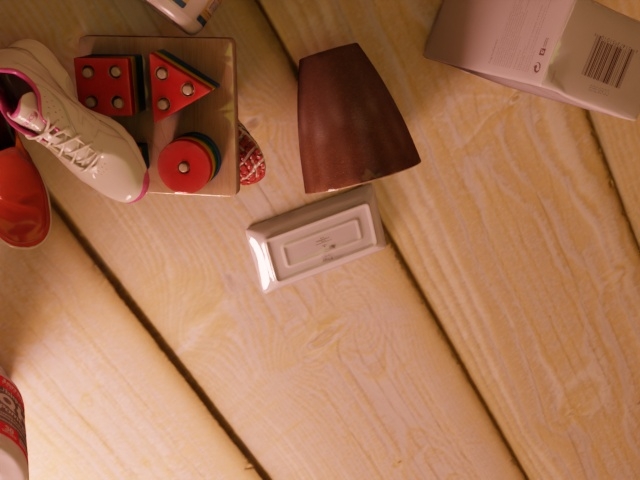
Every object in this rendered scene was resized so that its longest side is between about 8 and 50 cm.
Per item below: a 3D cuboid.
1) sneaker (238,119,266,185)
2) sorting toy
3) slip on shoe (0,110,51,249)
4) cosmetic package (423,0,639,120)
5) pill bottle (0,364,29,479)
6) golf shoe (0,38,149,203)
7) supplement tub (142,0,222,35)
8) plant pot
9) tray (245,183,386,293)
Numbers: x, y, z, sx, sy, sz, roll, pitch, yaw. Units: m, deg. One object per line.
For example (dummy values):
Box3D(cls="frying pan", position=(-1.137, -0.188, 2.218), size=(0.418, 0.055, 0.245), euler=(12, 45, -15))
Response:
Box3D(cls="sneaker", position=(-0.164, -0.196, 1.445), size=(0.088, 0.093, 0.225), euler=(-26, 112, 19))
Box3D(cls="sorting toy", position=(-0.267, -0.193, 1.350), size=(0.255, 0.089, 0.257), euler=(3, 109, 9))
Box3D(cls="slip on shoe", position=(-0.516, -0.130, 1.333), size=(0.123, 0.101, 0.331), euler=(-18, 115, -16))
Box3D(cls="cosmetic package", position=(0.372, -0.336, 1.454), size=(0.217, 0.385, 0.156), euler=(13, 104, -27))
Box3D(cls="pill bottle", position=(-0.563, 0.308, 1.343), size=(0.176, 0.318, 0.176), euler=(-7, 111, -19))
Box3D(cls="golf shoe", position=(-0.391, -0.164, 1.262), size=(0.306, 0.140, 0.115), euler=(46, 114, -5))
Box3D(cls="supplement tub", position=(-0.199, -0.442, 1.323), size=(0.144, 0.144, 0.200), euler=(35, 93, -28))
Box3D(cls="plant pot", position=(0.045, -0.221, 1.483), size=(0.215, 0.215, 0.230), euler=(-18, 99, -15))
Box3D(cls="tray", position=(0.000, 0.000, 1.622), size=(0.270, 0.030, 0.145), euler=(-20, 115, -14))
